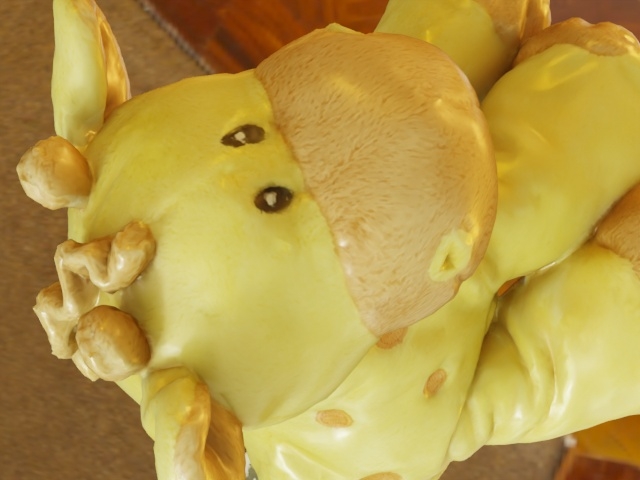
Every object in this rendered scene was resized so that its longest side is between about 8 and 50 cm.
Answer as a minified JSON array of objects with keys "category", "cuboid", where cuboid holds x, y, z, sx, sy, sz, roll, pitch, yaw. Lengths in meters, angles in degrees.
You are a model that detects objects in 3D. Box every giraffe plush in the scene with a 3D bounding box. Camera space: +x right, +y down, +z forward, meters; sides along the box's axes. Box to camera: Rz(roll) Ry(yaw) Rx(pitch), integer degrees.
[{"category":"giraffe plush","cuboid":[0.000,0.000,0.405,0.210,0.181,0.170,-51,151,2]}]
